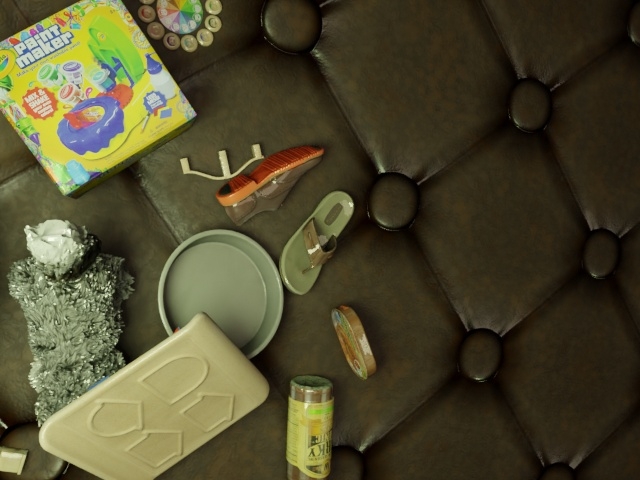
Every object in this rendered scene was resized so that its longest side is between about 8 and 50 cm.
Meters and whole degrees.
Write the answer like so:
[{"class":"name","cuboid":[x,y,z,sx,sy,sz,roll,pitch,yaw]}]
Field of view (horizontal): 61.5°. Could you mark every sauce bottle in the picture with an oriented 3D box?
[{"class":"sauce bottle","cuboid":[-0.026,0.502,1.279,0.111,0.111,0.345,0,94,-19]}]

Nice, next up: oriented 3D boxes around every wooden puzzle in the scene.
[{"class":"wooden puzzle","cuboid":[-0.304,0.315,1.054,0.347,0.080,0.322,-37,137,-9]}]

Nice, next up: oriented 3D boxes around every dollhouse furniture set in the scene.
[{"class":"dollhouse furniture set","cuboid":[-0.667,0.379,1.054,0.181,0.101,0.161,16,87,-19]}]

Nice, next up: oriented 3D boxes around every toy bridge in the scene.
[{"class":"toy bridge","cuboid":[-0.218,-0.172,1.221,0.188,0.026,0.063,-14,100,-18]}]

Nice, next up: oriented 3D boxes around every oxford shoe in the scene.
[{"class":"oxford shoe","cuboid":[-0.103,-0.132,1.241,0.271,0.097,0.098,-30,122,-11]}]

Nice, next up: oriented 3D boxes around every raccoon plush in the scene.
[{"class":"raccoon plush","cuboid":[-0.465,0.172,0.952,0.215,0.446,0.300,-6,76,-7]}]

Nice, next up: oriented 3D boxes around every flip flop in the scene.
[{"class":"flip flop","cuboid":[0.000,0.000,1.270,0.112,0.080,0.277,40,75,-21]}]

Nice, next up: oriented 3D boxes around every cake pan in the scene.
[{"class":"cake pan","cuboid":[-0.218,0.124,1.176,0.293,0.054,0.294,8,75,-34]}]

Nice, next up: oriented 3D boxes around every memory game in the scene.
[{"class":"memory game","cuboid":[-0.307,-0.507,1.180,0.186,0.012,0.186,-1,94,-19]}]

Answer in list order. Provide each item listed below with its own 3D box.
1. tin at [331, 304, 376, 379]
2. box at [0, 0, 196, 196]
[{"class":"tin","cuboid":[0.082,0.245,1.303,0.040,0.106,0.190,-23,100,-17]},{"class":"box","cuboid":[-0.450,-0.277,1.058,0.290,0.177,0.279,-36,102,-14]}]
